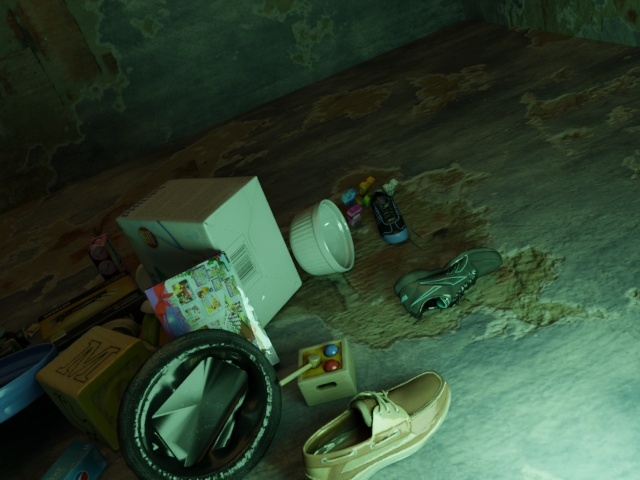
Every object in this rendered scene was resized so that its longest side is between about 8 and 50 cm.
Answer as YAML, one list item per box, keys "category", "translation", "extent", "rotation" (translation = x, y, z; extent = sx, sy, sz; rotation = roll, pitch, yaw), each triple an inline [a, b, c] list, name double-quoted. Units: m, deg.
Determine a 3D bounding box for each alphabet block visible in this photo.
- category: "alphabet block"
  translation: [-0.507, 0.341, 1.421]
  extent: [0.197, 0.192, 0.193]
  rotation: [5, 40, 41]

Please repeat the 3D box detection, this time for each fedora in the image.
- category: "fedora"
  translation: [-0.248, 0.350, 1.230]
  extent: [0.334, 0.334, 0.152]
  rotation: [-37, -2, -26]

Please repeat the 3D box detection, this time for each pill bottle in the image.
- category: "pill bottle"
  translation: [-0.463, 0.091, 1.858]
  extent: [0.117, 0.117, 0.215]
  rotation: [-8, 11, 22]

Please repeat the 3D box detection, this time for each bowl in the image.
- category: "bowl"
  translation: [-0.824, 0.385, 1.470]
  extent: [0.391, 0.077, 0.391]
  rotation: [-23, 12, 5]

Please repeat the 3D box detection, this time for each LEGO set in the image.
- category: "LEGO set"
  translation: [0.137, -0.128, 1.920]
  extent: [0.087, 0.093, 0.227]
  rotation: [40, 54, 23]

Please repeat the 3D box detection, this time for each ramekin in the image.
- category: "ramekin"
  translation: [0.000, 0.000, 1.663]
  extent: [0.109, 0.207, 0.207]
  rotation: [-20, 27, 23]

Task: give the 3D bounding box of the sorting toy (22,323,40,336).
- category: "sorting toy"
  translation: [-0.963, 0.295, 1.984]
  extent: [0.083, 0.012, 0.062]
  rotation: [-5, 33, 26]

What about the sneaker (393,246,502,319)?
- category: "sneaker"
  translation: [0.311, 0.104, 1.409]
  extent: [0.268, 0.101, 0.106]
  rotation: [-22, 50, -2]

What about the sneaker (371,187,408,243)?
- category: "sneaker"
  translation: [0.194, -0.075, 1.769]
  extent: [0.082, 0.090, 0.232]
  rotation: [-21, 28, 0]

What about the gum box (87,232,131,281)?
- category: "gum box"
  translation: [-0.706, 0.074, 2.009]
  extent: [0.062, 0.188, 0.107]
  rotation: [-24, 28, -4]

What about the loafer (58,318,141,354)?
- category: "loafer"
  translation: [-0.612, 0.312, 1.644]
  extent: [0.269, 0.102, 0.092]
  rotation: [-31, 30, 1]

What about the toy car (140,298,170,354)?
- category: "toy car"
  translation: [-0.397, 0.238, 1.597]
  extent: [0.136, 0.159, 0.182]
  rotation: [0, 7, -45]

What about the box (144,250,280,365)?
- category: "box"
  translation: [-0.248, 0.197, 1.392]
  extent: [0.201, 0.293, 0.057]
  rotation: [-27, 6, -11]

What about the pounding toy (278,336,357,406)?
- category: "pounding toy"
  translation: [-0.005, 0.279, 1.281]
  extent: [0.141, 0.100, 0.130]
  rotation: [-16, 28, 9]

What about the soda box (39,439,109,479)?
- category: "soda box"
  translation: [-0.548, 0.525, 1.256]
  extent: [0.071, 0.067, 0.210]
  rotation: [-2, 34, 32]

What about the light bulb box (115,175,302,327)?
- category: "light bulb box"
  translation: [-0.299, 0.032, 1.636]
  extent: [0.361, 0.357, 0.225]
  rotation: [2, 35, 38]

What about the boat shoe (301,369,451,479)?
- category: "boat shoe"
  translation: [0.105, 0.335, 1.096]
  extent: [0.324, 0.116, 0.123]
  rotation: [-33, 31, -21]

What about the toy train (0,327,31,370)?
- category: "toy train"
  translation: [-0.991, 0.379, 1.719]
  extent: [0.334, 0.142, 0.190]
  rotation: [-31, 28, -17]

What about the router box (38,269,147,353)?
- category: "router box"
  translation: [-0.688, 0.233, 1.836]
  extent: [0.309, 0.081, 0.243]
  rotation: [-32, 30, -18]
